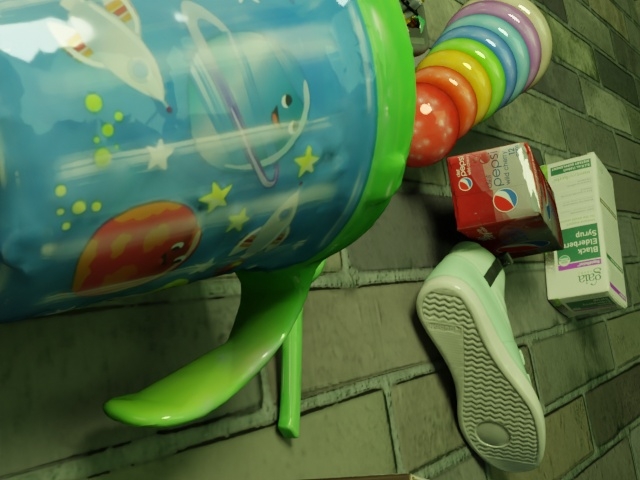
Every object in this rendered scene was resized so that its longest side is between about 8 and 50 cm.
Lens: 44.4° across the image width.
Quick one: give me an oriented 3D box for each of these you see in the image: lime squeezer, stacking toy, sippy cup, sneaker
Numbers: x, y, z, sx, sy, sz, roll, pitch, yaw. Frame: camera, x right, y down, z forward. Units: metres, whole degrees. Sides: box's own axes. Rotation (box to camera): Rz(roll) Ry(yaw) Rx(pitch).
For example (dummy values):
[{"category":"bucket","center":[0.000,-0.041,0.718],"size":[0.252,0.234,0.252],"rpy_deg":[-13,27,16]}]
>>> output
[{"category":"lime squeezer","center":[0.000,0.000,0.666],"size":[0.110,0.058,0.310],"rpy_deg":[48,41,-34]},{"category":"stacking toy","center":[0.158,-0.184,0.919],"size":[0.330,0.141,0.141],"rpy_deg":[-43,114,-46]},{"category":"sippy cup","center":[-0.107,-0.068,0.405],"size":[0.224,0.240,0.306],"rpy_deg":[-22,74,-46]},{"category":"sneaker","center":[0.197,0.123,0.875],"size":[0.256,0.094,0.151],"rpy_deg":[66,32,-16]}]

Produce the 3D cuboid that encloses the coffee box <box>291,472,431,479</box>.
[{"category":"coffee box","center":[0.069,0.255,0.571],"size":[0.297,0.168,0.119],"rpy_deg":[31,53,-45]}]

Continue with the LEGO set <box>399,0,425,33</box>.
[{"category":"LEGO set","center":[0.002,-0.321,0.619],"size":[0.331,0.192,0.255],"rpy_deg":[32,34,-41]}]

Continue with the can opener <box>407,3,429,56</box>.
[{"category":"can opener","center":[0.057,-0.330,0.877],"size":[0.093,0.074,0.281],"rpy_deg":[-9,83,-22]}]

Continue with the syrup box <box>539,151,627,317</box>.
[{"category":"syrup box","center":[0.411,-0.007,1.234],"size":[0.096,0.093,0.237],"rpy_deg":[33,52,-46]}]

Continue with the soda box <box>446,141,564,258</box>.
[{"category":"soda box","center":[0.227,-0.038,0.934],"size":[0.263,0.092,0.084],"rpy_deg":[23,58,-66]}]
